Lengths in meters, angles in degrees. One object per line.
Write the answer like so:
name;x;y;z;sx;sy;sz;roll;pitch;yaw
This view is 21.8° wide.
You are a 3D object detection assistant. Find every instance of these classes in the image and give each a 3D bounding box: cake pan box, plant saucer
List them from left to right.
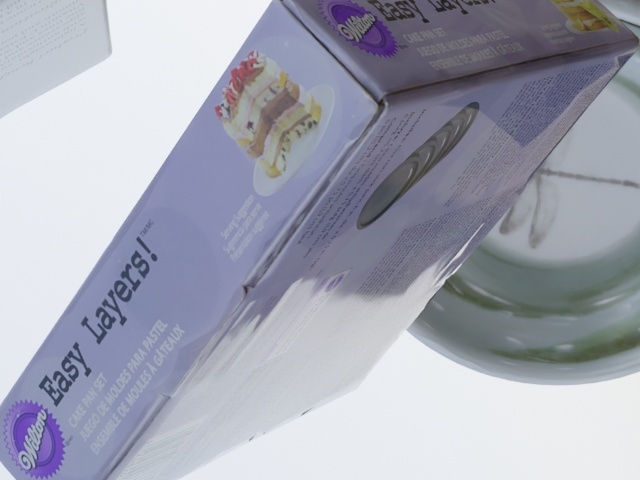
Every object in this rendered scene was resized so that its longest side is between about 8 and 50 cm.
cake pan box;0.000;0.000;0.739;0.070;0.267;0.245;47;-147;17
plant saucer;0.220;-0.057;1.554;0.400;0.400;0.100;60;-160;-20

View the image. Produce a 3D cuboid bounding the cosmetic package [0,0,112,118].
cosmetic package;-0.198;-0.138;0.776;0.151;0.151;0.184;60;170;5
